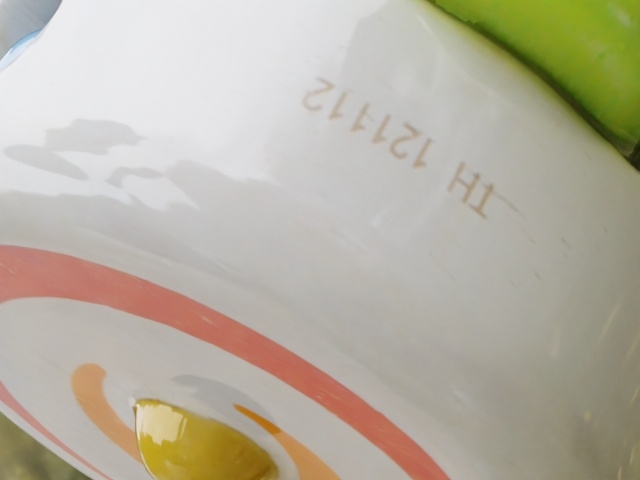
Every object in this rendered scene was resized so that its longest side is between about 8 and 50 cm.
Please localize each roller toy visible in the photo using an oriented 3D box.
[{"bbox_3d":[0.000,0.000,0.431,0.191,0.209,0.146,14,61,28],"label":"roller toy"}]
